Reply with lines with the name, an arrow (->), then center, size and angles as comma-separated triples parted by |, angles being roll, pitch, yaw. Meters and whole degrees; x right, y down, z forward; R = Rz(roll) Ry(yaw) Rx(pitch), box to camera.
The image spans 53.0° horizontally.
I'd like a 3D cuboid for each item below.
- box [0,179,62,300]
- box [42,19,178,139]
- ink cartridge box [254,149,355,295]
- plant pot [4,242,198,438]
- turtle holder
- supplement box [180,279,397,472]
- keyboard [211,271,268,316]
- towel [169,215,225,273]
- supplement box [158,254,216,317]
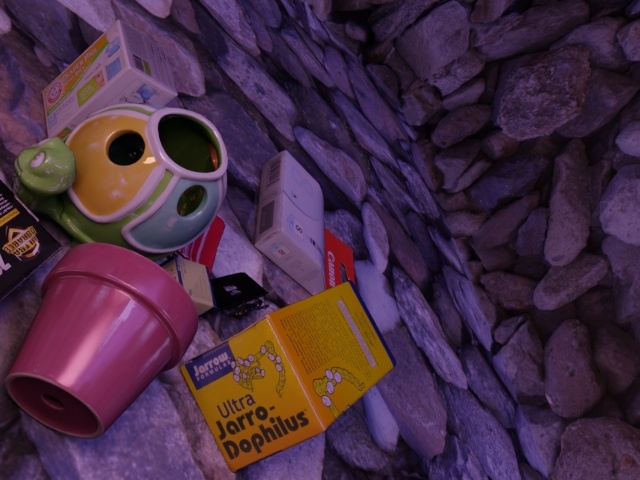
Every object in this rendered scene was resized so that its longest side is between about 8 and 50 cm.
box -> -0.474, -0.002, 0.701 | 0.257, 0.079, 0.322 | 53, 24, -17
box -> -0.352, -0.243, 1.063 | 0.103, 0.203, 0.114 | 24, 39, -53
ink cartridge box -> 0.000, 0.000, 1.603 | 0.385, 0.091, 0.308 | 41, 29, -32
plant pot -> -0.280, 0.134, 0.799 | 0.201, 0.201, 0.180 | 48, 42, -24
turtle holder -> -0.288, -0.108, 0.960 | 0.320, 0.227, 0.243 | 28, 48, -39
supplement box -> -0.038, 0.221, 1.137 | 0.195, 0.194, 0.356 | 62, 24, 7
keyboard -> -0.170, 0.113, 1.226 | 0.100, 0.038, 0.192 | 40, 20, 17
towel -> -0.289, -0.068, 1.195 | 0.275, 0.031, 0.199 | 47, 25, -24
supplement box -> -0.232, 0.082, 1.093 | 0.083, 0.056, 0.083 | 25, 40, -52
